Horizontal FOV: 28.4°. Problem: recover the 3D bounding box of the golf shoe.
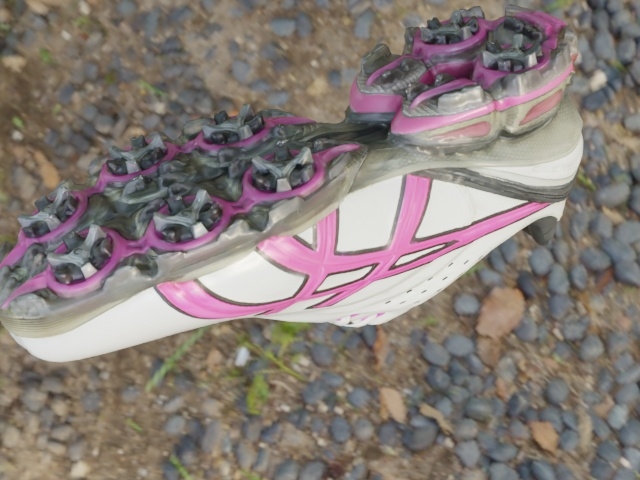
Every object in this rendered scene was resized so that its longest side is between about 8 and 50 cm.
[{"bbox_3d":[0.000,0.000,0.368,0.186,0.086,0.067,-22,34,-17],"label":"golf shoe"}]
